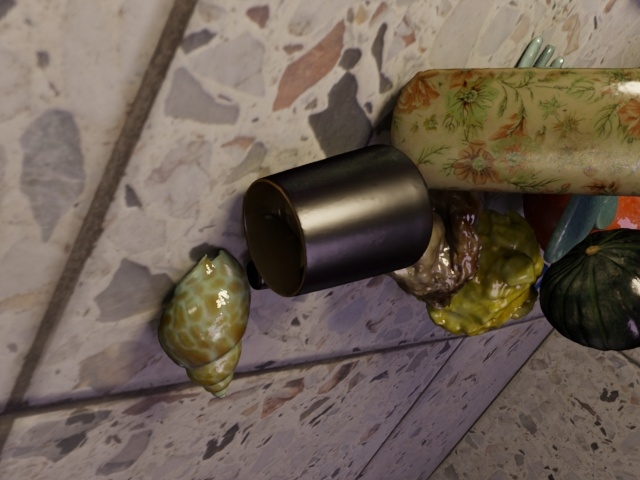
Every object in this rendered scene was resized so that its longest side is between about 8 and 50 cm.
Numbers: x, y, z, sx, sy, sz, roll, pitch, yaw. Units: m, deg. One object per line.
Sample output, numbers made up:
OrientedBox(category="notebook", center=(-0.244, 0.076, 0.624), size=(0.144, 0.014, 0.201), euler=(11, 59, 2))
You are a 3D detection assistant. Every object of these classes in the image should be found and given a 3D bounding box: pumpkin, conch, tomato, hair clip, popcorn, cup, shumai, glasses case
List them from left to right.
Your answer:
OrientedBox(category="conch", center=(-0.138, 0.100, 0.624), size=(0.173, 0.106, 0.116), euler=(-61, 166, -4))
OrientedBox(category="cup", center=(0.010, 0.007, 0.635), size=(0.177, 0.166, 0.239), euler=(-17, 136, -32))
OrientedBox(category="shumai", center=(0.148, 0.004, 0.829), size=(0.186, 0.183, 0.218), euler=(2, 146, -7))
OrientedBox(category="popcorn", center=(0.335, 0.064, 1.011), size=(0.250, 0.235, 0.242), euler=(-49, 180, 42))
OrientedBox(category="glasses case", center=(0.303, -0.137, 0.639), size=(0.098, 0.426, 0.156), euler=(-61, 152, -71))
OrientedBox(category="hair clip", center=(0.447, -0.190, 0.851), size=(0.318, 0.238, 0.392), euler=(-1, 126, -49))
OrientedBox(category="tomato", center=(0.580, -0.083, 1.101), size=(0.265, 0.265, 0.265), euler=(-30, 144, -25))
OrientedBox(category="pumpkin", center=(0.532, 0.097, 0.916), size=(0.250, 0.250, 0.216), euler=(-30, 116, -24))

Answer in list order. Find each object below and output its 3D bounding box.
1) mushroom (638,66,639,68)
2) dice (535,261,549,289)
OrientedBox(category="mushroom", center=(0.811, -0.244, 1.096), size=(0.334, 0.356, 0.331), euler=(-45, 147, -16))
OrientedBox(category="dice", center=(0.465, 0.080, 1.247), size=(0.143, 0.146, 0.146), euler=(12, 116, -55))
